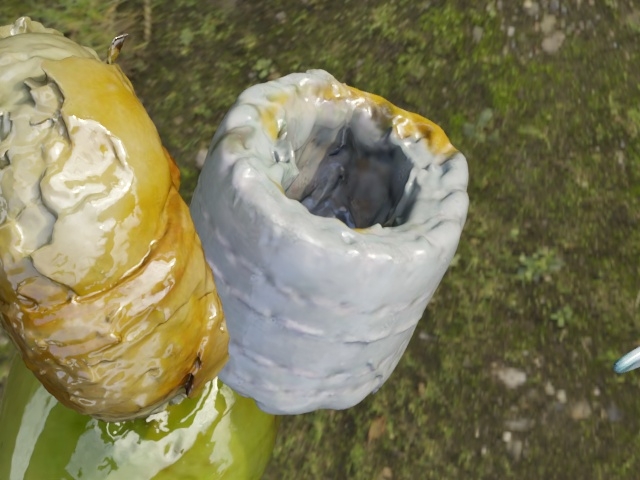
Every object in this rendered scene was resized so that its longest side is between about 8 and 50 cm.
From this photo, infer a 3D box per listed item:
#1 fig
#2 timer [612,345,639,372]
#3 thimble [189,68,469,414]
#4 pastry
[{"bbox_3d":[-0.125,0.126,0.854,0.207,0.230,0.207,1,124,1],"label":"fig"},{"bbox_3d":[0.326,0.024,0.940,0.255,0.175,0.175,11,118,-32],"label":"timer"},{"bbox_3d":[-0.002,0.000,0.589,0.127,0.151,0.118,29,126,6],"label":"thimble"},{"bbox_3d":[-0.086,-0.005,0.425,0.081,0.153,0.153,-17,109,-14],"label":"pastry"}]
